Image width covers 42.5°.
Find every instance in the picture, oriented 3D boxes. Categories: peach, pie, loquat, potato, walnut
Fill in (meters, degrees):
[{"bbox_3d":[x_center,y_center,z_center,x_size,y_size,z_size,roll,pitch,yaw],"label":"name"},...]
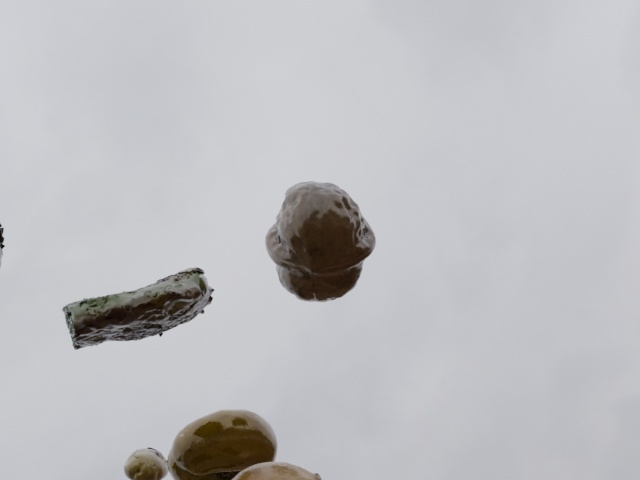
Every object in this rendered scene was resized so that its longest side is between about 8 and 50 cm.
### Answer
[{"bbox_3d":[-0.220,0.481,1.844,0.251,0.153,0.251,-8,-50,-9],"label":"peach"},{"bbox_3d":[-0.352,0.136,1.621,0.289,0.102,0.354,-16,-10,-18],"label":"pie"},{"bbox_3d":[-0.090,0.450,1.311,0.234,0.176,0.187,-37,-45,2],"label":"loquat"},{"bbox_3d":[-0.429,0.559,2.045,0.170,0.107,0.079,45,-125,-83],"label":"potato"},{"bbox_3d":[-0.001,0.002,1.820,0.227,0.273,0.273,22,-69,-13],"label":"walnut"}]

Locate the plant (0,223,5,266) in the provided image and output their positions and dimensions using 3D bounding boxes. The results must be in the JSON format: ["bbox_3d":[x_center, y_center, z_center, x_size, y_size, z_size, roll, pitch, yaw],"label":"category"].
[{"bbox_3d":[-0.555,0.021,1.326,0.095,0.143,0.092,-5,-11,-5],"label":"plant"}]
